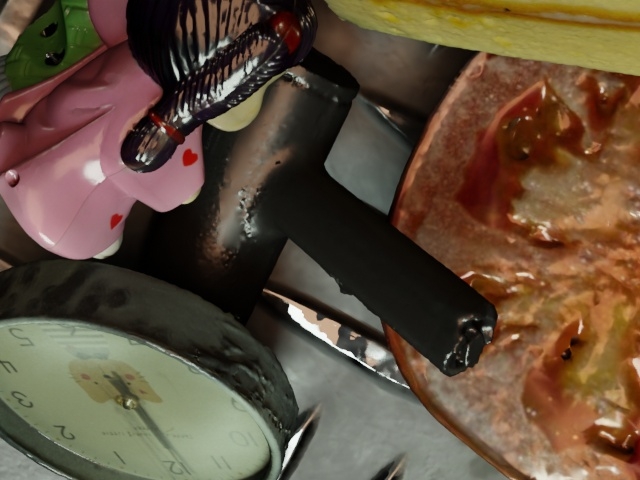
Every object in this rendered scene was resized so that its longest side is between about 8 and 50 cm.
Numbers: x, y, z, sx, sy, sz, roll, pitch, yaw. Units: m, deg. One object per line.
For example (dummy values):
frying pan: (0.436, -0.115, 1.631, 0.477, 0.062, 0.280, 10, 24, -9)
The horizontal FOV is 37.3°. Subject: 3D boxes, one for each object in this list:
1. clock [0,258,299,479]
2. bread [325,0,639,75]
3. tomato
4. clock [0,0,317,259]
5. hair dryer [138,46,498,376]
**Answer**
clock: (-0.127, 0.103, 0.616, 0.226, 0.049, 0.226, 11, 138, 10)
bread: (0.129, -0.129, 0.487, 0.264, 0.168, 0.163, -21, 72, 15)
tomato: (0.205, 0.009, 0.611, 0.338, 0.144, 0.338, -1, 85, 13)
clock: (-0.101, -0.109, 0.549, 0.195, 0.194, 0.100, -38, 133, 16)
hair dryer: (0.000, 0.000, 0.575, 0.089, 0.251, 0.197, 10, 111, -50)
